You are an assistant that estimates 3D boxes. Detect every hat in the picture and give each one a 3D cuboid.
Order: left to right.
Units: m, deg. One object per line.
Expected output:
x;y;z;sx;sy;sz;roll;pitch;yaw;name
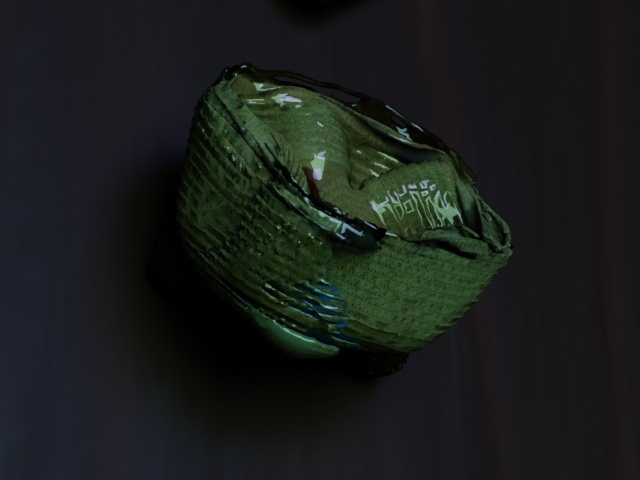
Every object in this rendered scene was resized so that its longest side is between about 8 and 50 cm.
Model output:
0.000;0.000;0.447;0.077;0.059;0.076;16;22;-37;hat

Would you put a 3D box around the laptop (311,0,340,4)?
0.030;-0.192;0.600;0.269;0.015;0.188;-33;85;-41;laptop
